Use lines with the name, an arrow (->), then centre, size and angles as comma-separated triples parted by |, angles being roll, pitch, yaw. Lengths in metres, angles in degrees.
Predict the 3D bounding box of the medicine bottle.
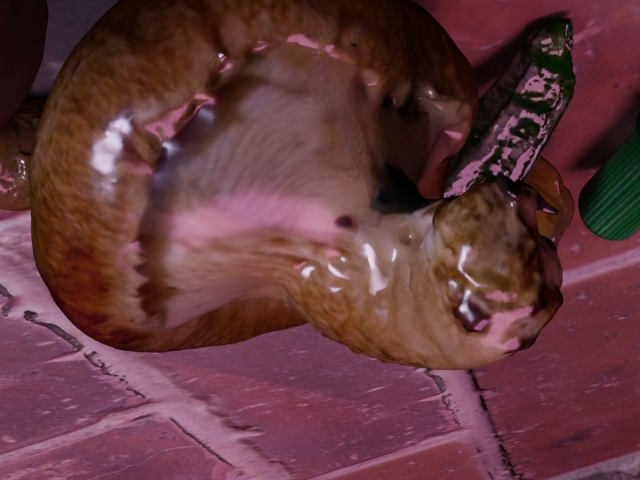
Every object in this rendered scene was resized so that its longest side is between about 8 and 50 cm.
medicine bottle -> 0.270, -0.088, 1.048 | 0.111, 0.076, 0.309 | 1, 155, -21

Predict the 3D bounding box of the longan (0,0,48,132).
longan -> -0.190, -0.102, 0.533 | 0.198, 0.198, 0.212 | -15, 165, -2

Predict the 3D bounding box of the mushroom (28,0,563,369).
mushroom -> -0.029, -0.022, 0.798 | 0.267, 0.254, 0.267 | -3, 125, -5

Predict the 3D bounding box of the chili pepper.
chili pepper -> 0.094, -0.053, 0.981 | 0.088, 0.059, 0.227 | 23, 120, -18

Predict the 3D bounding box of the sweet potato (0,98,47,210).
sweet potato -> -0.183, -0.049, 0.830 | 0.226, 0.068, 0.068 | 4, 151, -38

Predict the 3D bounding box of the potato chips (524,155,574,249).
potato chips -> 0.073, -0.013, 1.095 | 0.208, 0.062, 0.195 | -28, 137, 16
